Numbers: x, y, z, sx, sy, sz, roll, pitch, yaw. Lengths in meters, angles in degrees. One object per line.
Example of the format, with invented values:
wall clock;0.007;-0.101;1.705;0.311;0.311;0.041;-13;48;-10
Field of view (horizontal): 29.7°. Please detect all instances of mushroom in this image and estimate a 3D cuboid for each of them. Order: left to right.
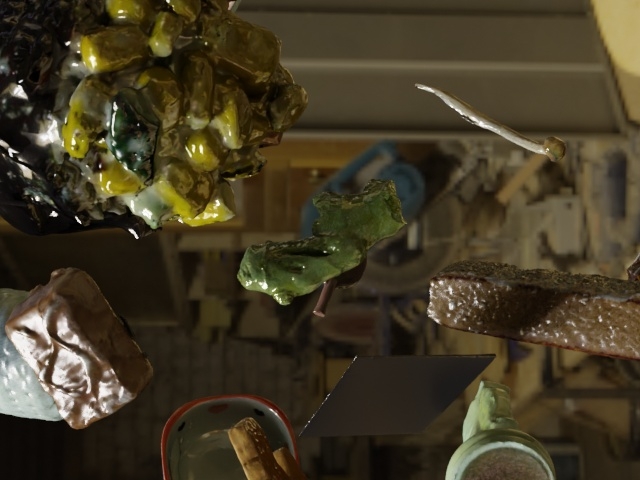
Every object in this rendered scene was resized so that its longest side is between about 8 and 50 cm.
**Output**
mushroom;0.294;-0.204;2.071;0.306;0.043;0.068;30;154;34

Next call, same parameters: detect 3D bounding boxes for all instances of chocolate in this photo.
chocolate;-0.355;0.156;1.737;0.214;0.148;0.093;54;-155;-8

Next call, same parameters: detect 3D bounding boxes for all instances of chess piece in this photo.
chess piece;0.278;0.350;1.966;0.298;0.176;0.175;-87;-2;-77

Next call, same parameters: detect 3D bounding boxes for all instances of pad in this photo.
pad;0.101;0.222;1.701;0.299;0.202;0.005;118;149;-57

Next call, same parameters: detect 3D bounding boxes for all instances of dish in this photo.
dish;-0.161;0.398;2.095;0.117;0.256;0.256;108;162;-59

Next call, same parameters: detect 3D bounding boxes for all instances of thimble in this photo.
thimble;-0.471;0.191;1.996;0.250;0.172;0.204;80;-160;-56

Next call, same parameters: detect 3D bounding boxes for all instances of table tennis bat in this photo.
table tennis bat;0.052;0.053;2.118;0.119;0.108;0.169;-10;55;60

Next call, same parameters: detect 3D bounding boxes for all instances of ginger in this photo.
ginger;0.005;-0.001;1.902;0.137;0.290;0.089;51;178;14

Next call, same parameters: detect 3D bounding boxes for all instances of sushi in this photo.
sushi;-0.209;-0.149;1.355;0.328;0.285;0.327;-50;-40;-26

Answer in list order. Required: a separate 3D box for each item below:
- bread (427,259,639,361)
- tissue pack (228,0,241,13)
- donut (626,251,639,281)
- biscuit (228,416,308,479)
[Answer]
bread;0.382;0.103;1.816;0.165;0.417;0.113;-9;-75;-68
tissue pack;-0.148;-0.386;1.813;0.094;0.074;0.058;-58;1;31
donut;0.570;0.084;1.991;0.230;0.216;0.096;82;167;-60
biscuit;-0.026;0.286;1.227;0.144;0.040;0.236;42;-166;-39
